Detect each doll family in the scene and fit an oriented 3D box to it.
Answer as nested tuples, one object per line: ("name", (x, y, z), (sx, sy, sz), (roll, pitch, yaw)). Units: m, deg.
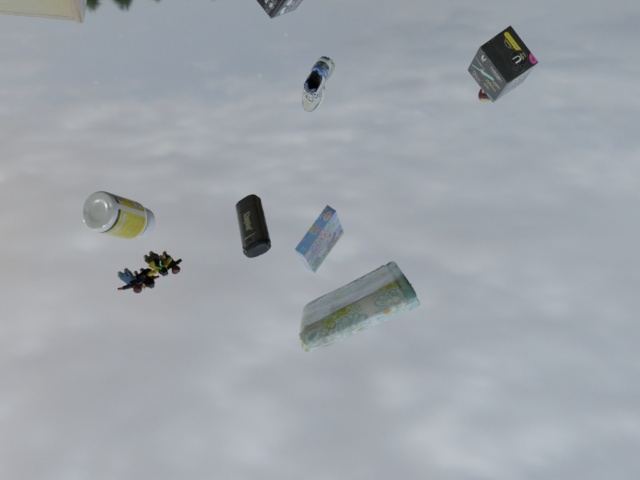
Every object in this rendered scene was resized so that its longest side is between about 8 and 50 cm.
("doll family", (-0.484, 0.093, 1.913), (0.193, 0.076, 0.111), (-39, -131, -16))

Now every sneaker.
("sneaker", (-0.018, -0.327, 1.439), (0.052, 0.135, 0.058), (31, -134, 8))
("sneaker", (0.530, -0.501, 2.073), (0.069, 0.084, 0.185), (8, -132, 38))

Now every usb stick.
("usb stick", (-0.177, -0.042, 1.757), (0.077, 0.045, 0.278), (-24, -149, 2))

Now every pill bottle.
("pill bottle", (-0.588, -0.068, 1.994), (0.119, 0.119, 0.208), (10, 175, 24))

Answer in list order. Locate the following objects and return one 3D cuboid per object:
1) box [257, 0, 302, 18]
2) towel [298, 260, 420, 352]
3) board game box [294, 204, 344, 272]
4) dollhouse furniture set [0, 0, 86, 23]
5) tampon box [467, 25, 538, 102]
("box", (-0.136, -0.768, 1.858), (0.163, 0.247, 0.142), (-38, -178, 42))
("towel", (0.100, 0.181, 1.858), (0.320, 0.090, 0.374), (-28, -175, 3))
("board game box", (0.000, 0.000, 1.993), (0.039, 0.160, 0.211), (34, 171, 17))
("dollhouse furniture set", (-0.607, -0.670, 1.373), (0.256, 0.394, 0.362), (3, 161, -9))
("tampon box", (0.472, -0.455, 1.759), (0.101, 0.120, 0.161), (-35, 174, -2))
